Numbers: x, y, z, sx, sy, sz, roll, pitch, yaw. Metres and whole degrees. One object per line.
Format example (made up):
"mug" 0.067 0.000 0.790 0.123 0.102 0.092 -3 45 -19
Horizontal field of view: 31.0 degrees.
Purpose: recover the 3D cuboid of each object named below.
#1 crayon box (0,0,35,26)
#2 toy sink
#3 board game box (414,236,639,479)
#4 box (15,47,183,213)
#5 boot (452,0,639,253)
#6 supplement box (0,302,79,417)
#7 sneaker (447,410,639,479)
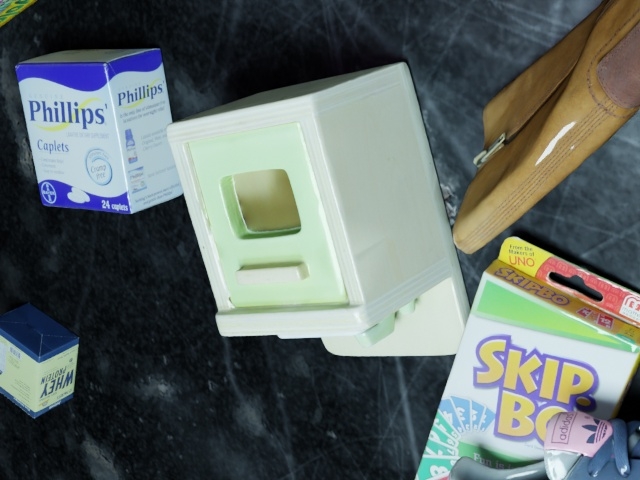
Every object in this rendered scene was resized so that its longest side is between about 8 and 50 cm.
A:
"crayon box" -0.328 -0.241 1.030 0.278 0.165 0.081 -19 95 43
"toy sink" 0.000 0.000 0.883 0.152 0.131 0.234 -5 106 41
"board game box" 0.154 0.131 0.872 0.124 0.039 0.259 26 121 20
"box" -0.201 -0.101 1.047 0.126 0.072 0.137 6 111 37
"boot" 0.158 -0.082 0.640 0.096 0.264 0.280 34 132 -16
"supplement box" -0.312 0.129 1.245 0.083 0.056 0.083 30 125 27
"sneaker" 0.218 0.161 0.760 0.319 0.112 0.131 -32 97 33
